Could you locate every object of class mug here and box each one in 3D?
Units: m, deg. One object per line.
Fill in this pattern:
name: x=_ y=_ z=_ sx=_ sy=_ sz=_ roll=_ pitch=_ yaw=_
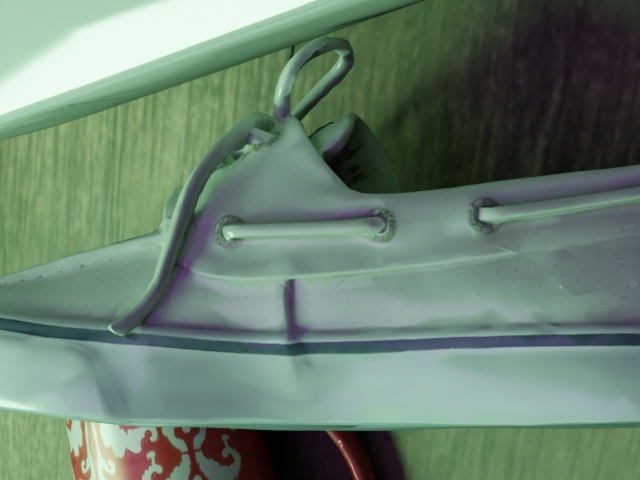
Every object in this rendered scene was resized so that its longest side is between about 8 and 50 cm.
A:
mug: x=-0.059 y=0.104 z=0.724 sx=0.113 sy=0.150 sz=0.169 roll=-177 pitch=77 yaw=-73

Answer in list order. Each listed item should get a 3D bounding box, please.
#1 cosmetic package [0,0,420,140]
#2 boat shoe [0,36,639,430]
cosmetic package: x=-0.065 y=-0.167 z=0.599 sx=0.365 sy=0.155 sz=0.197 roll=-11 pitch=97 yaw=37
boat shoe: x=-0.001 y=-0.001 z=0.584 sx=0.367 sy=0.136 sz=0.156 roll=-2 pitch=81 yaw=18
